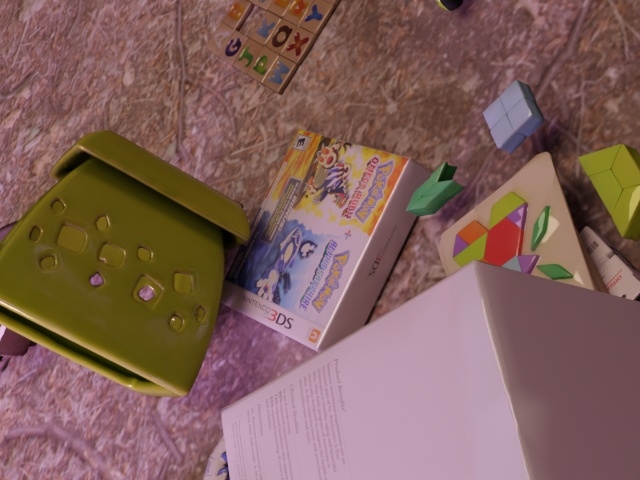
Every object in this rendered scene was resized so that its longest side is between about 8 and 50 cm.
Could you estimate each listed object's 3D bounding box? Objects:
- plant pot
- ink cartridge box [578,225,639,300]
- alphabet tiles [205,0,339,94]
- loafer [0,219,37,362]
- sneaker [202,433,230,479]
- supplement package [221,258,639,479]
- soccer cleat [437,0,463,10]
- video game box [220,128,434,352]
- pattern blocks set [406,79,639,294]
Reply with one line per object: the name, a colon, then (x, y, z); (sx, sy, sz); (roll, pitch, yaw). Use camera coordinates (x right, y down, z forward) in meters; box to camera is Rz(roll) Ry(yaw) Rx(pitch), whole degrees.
plant pot: (-0.211, 0.022, 1.242); (0.207, 0.228, 0.227); (-64, 15, -15)
ink cartridge box: (0.223, 0.033, 0.950); (0.048, 0.028, 0.083); (-51, 39, 16)
alphabet tiles: (-0.033, -0.305, 1.453); (0.237, 0.009, 0.198); (-58, 39, 4)
loafer: (-0.372, 0.079, 1.516); (0.366, 0.134, 0.130); (-35, 68, 42)
sneaker: (-0.069, 0.209, 0.951); (0.296, 0.112, 0.131); (-51, -27, -80)
supplement package: (0.097, 0.170, 0.826); (0.263, 0.198, 0.199); (-34, 55, 39)
soccer cleat: (0.141, -0.313, 1.230); (0.072, 0.060, 0.179); (-20, 51, 38)
video game box: (0.000, 0.000, 1.201); (0.187, 0.048, 0.205); (21, 83, 49)
pattern blocks set: (0.159, 0.034, 0.983); (0.285, 0.026, 0.325); (-53, 39, 25)
